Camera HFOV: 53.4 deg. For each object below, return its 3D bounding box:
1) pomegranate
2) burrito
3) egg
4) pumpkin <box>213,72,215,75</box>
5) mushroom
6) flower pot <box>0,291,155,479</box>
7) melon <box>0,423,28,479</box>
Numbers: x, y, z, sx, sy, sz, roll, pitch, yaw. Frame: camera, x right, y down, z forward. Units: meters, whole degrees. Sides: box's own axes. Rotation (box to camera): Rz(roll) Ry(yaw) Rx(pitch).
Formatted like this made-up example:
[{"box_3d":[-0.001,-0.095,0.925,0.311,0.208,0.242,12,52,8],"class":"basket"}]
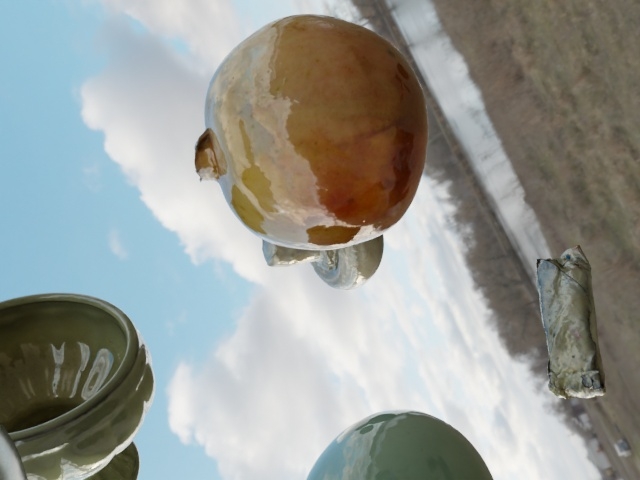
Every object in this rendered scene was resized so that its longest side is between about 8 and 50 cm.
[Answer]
[{"box_3d":[-0.006,-0.083,0.514,0.191,0.191,0.191,57,-163,-28],"class":"pomegranate"},{"box_3d":[0.235,0.072,0.602,0.042,0.051,0.171,46,-142,-38],"class":"burrito"},{"box_3d":[0.072,0.282,0.604,0.203,0.203,0.283,61,-152,-12],"class":"egg"},{"box_3d":[-0.190,-0.312,1.505,0.219,0.162,0.219,47,149,39],"class":"pumpkin"},{"box_3d":[0.015,-0.009,1.147,0.209,0.206,0.206,0,-116,-51],"class":"mushroom"},{"box_3d":[-0.365,0.244,0.838,0.307,0.307,0.244,-90,-2,-59],"class":"flower pot"},{"box_3d":[-0.309,0.203,0.374,0.268,0.268,0.330,61,158,-15],"class":"melon"}]
